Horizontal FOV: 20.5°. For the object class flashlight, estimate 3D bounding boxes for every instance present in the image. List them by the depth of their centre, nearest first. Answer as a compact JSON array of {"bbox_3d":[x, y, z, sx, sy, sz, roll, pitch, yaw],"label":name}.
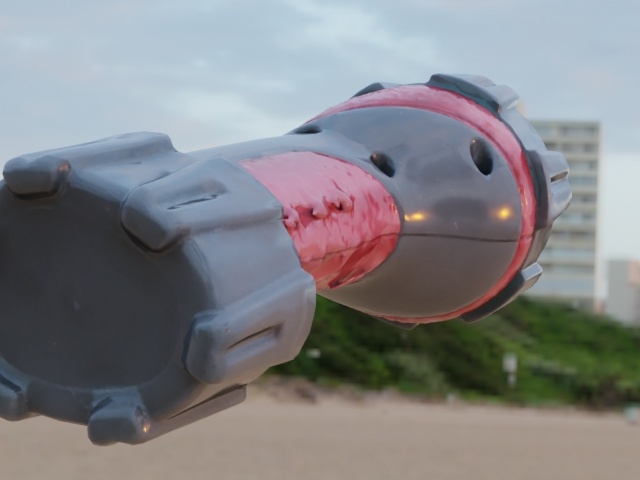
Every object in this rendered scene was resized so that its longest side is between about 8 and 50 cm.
[{"bbox_3d":[0.000,0.000,0.588,0.103,0.103,0.304,-35,-5,22],"label":"flashlight"}]
